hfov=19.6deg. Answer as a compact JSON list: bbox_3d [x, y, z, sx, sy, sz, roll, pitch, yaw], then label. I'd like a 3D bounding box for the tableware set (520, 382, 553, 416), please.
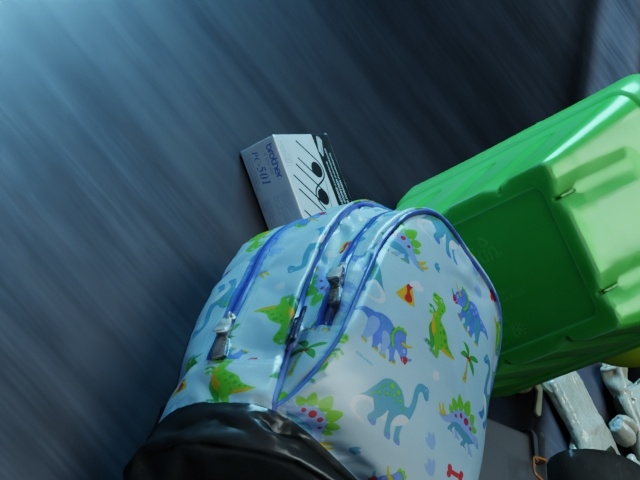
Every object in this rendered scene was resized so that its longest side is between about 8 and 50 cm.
[{"bbox_3d":[0.229,0.085,2.070,0.128,0.039,0.194,46,36,-29],"label":"tableware set"}]

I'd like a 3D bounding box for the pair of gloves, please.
[{"bbox_3d":[0.356,0.236,2.152,0.240,0.042,0.204,-2,70,-58],"label":"pair of gloves"}]

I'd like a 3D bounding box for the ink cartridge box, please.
[{"bbox_3d":[0.000,0.000,1.778,0.097,0.046,0.207,-7,74,-57],"label":"ink cartridge box"}]

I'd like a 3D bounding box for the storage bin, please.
[{"bbox_3d":[0.167,0.236,1.824,0.091,0.098,0.135,29,44,-29],"label":"storage bin"}]

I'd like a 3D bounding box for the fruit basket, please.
[{"bbox_3d":[0.267,0.015,1.859,0.392,0.392,0.283,-21,86,-59],"label":"fruit basket"}]

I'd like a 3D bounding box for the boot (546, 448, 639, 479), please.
[{"bbox_3d":[0.269,0.391,1.793,0.367,0.146,0.445,46,38,-39],"label":"boot"}]

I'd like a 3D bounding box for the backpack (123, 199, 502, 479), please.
[{"bbox_3d":[0.015,0.129,1.542,0.290,0.273,0.355,50,22,-24],"label":"backpack"}]
